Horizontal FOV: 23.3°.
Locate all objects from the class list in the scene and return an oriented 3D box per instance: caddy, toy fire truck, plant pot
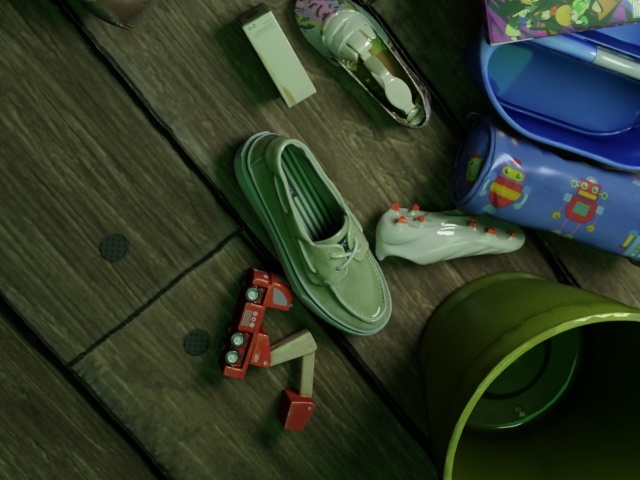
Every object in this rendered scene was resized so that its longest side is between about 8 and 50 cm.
[{"bbox_3d":[0.340,-0.225,1.870,0.341,0.179,0.241,16,104,-17],"label":"caddy"},{"bbox_3d":[-0.056,0.137,1.968,0.135,0.047,0.192,14,103,-17],"label":"toy fire truck"},{"bbox_3d":[0.279,0.201,1.901,0.367,0.353,0.366,-4,108,-11],"label":"plant pot"}]

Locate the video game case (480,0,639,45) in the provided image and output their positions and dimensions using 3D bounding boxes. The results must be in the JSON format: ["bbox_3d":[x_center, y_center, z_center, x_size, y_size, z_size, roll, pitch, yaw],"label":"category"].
[{"bbox_3d":[0.275,-0.347,1.731,0.210,0.042,0.232,-8,104,0],"label":"video game case"}]

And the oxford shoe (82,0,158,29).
[{"bbox_3d":[-0.149,-0.400,1.754,0.363,0.130,0.133,-49,144,-2],"label":"oxford shoe"}]

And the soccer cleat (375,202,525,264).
[{"bbox_3d":[0.162,-0.003,1.968,0.196,0.068,0.076,5,127,-16],"label":"soccer cleat"}]

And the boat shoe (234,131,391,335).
[{"bbox_3d":[0.000,0.000,1.897,0.109,0.094,0.302,-43,112,-19],"label":"boat shoe"}]

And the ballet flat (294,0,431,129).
[{"bbox_3d":[0.060,-0.216,1.862,0.077,0.079,0.221,-43,111,4],"label":"ballet flat"}]

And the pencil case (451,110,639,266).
[{"bbox_3d":[0.304,-0.059,1.941,0.306,0.133,0.119,18,99,-19],"label":"pencil case"}]

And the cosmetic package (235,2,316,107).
[{"bbox_3d":[-0.053,-0.220,1.846,0.041,0.060,0.115,-31,110,0],"label":"cosmetic package"}]
